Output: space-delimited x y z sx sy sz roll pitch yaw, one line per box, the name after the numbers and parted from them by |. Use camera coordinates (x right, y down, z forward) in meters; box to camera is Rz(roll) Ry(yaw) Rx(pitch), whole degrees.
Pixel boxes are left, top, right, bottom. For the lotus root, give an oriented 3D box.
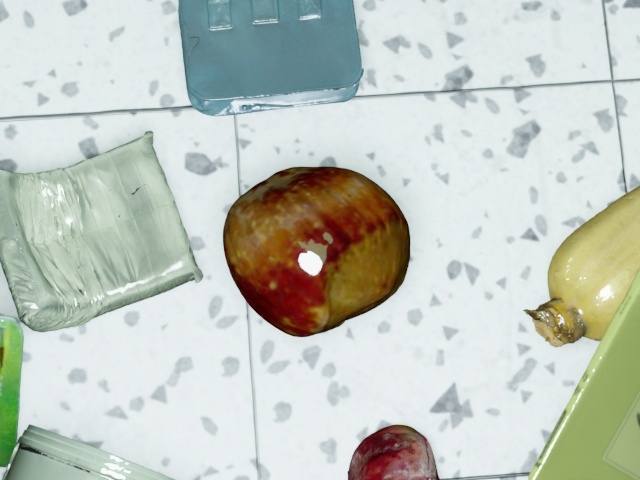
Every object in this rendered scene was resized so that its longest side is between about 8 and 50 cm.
0.383 0.025 1.705 0.303 0.131 0.146 -40 59 -10 | lotus root

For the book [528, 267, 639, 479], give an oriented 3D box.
0.416 0.181 1.649 0.239 0.035 0.352 32 86 -23 | book

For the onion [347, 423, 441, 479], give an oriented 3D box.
0.080 0.323 1.645 0.151 0.098 0.206 -7 78 -5 | onion

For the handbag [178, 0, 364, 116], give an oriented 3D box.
-0.066 -0.258 1.790 0.229 0.062 0.179 -7 75 -3 | handbag

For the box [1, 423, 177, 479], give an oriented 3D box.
-0.259 0.317 1.569 0.226 0.226 0.149 20 78 3 | box

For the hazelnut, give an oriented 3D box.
0.000 0.000 1.648 0.218 0.234 0.218 5 99 31 | hazelnut

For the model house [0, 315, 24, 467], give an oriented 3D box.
-0.499 0.159 1.492 0.300 0.323 0.340 7 111 -3 | model house

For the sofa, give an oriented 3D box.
-0.279 -0.015 1.667 0.225 0.176 0.210 -18 79 -6 | sofa
